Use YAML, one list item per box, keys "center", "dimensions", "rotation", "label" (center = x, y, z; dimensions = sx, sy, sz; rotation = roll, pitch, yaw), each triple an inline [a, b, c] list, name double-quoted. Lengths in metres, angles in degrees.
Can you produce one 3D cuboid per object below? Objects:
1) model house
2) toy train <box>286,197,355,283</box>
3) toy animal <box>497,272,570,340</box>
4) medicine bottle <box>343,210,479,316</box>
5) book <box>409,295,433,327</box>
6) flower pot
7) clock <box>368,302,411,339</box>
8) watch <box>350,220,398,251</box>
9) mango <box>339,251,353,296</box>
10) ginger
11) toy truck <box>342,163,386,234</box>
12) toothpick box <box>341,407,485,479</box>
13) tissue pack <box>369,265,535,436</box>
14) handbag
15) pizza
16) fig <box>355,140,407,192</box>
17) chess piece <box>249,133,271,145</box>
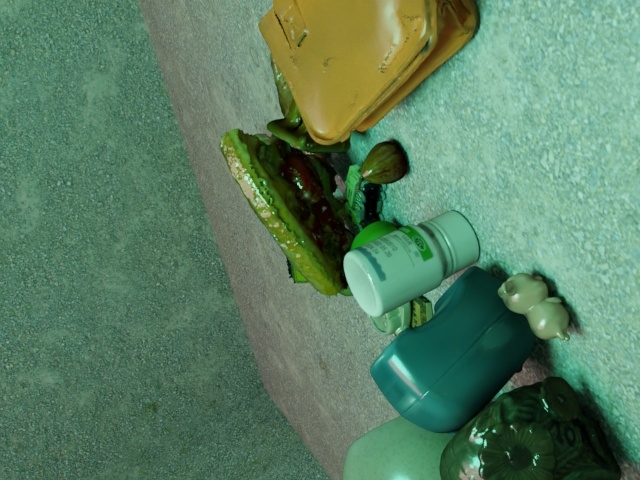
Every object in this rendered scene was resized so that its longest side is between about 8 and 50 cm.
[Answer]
- center: [-0.009, -0.319, 1.625]
  dimensions: [0.268, 0.173, 0.239]
  rotation: [38, 116, 53]
  label: "model house"
- center: [0.000, 0.000, 1.928]
  dimensions: [0.261, 0.177, 0.134]
  rotation: [-91, -4, -45]
  label: "toy train"
- center: [0.358, 0.110, 1.266]
  dimensions: [0.150, 0.089, 0.083]
  rotation: [44, 151, 29]
  label: "toy animal"
- center: [0.173, 0.038, 1.442]
  dimensions: [0.139, 0.236, 0.139]
  rotation: [54, 160, 30]
  label: "medicine bottle"
- center: [0.207, 0.163, 1.863]
  dimensions: [0.228, 0.024, 0.160]
  rotation: [42, 149, 53]
  label: "book"
- center: [0.358, 0.388, 1.307]
  dimensions: [0.213, 0.301, 0.302]
  rotation: [51, 158, 28]
  label: "flower pot"
- center: [0.160, 0.163, 1.857]
  dimensions: [0.151, 0.062, 0.191]
  rotation: [48, 153, 47]
  label: "clock"
- center: [0.146, 0.032, 1.722]
  dimensions: [0.131, 0.165, 0.152]
  rotation: [47, 130, 48]
  label: "watch"
- center: [0.041, 0.070, 2.125]
  dimensions: [0.195, 0.092, 0.130]
  rotation: [56, 160, 0]
  label: "mango"
- center: [-0.060, -0.335, 1.908]
  dimensions: [0.148, 0.081, 0.334]
  rotation: [121, 125, -88]
  label: "ginger"
- center: [0.095, -0.100, 1.756]
  dimensions: [0.100, 0.077, 0.169]
  rotation: [51, 159, 31]
  label: "toy truck"
- center: [0.263, 0.585, 1.599]
  dimensions: [0.409, 0.408, 0.425]
  rotation: [102, 147, -62]
  label: "toothpick box"
- center: [0.251, 0.206, 1.368]
  dimensions: [0.206, 0.287, 0.198]
  rotation: [44, 154, 12]
  label: "tissue pack"
- center: [0.060, -0.370, 1.286]
  dimensions: [0.304, 0.116, 0.410]
  rotation: [62, 146, 6]
  label: "handbag"
- center: [-0.033, -0.120, 1.745]
  dimensions: [0.440, 0.130, 0.406]
  rotation: [57, -152, -17]
  label: "pizza"
- center: [0.114, -0.148, 1.560]
  dimensions: [0.089, 0.125, 0.089]
  rotation: [53, 162, 25]
  label: "fig"
- center: [-0.104, -0.181, 2.192]
  dimensions: [0.301, 0.137, 0.137]
  rotation: [43, 153, 28]
  label: "chess piece"
